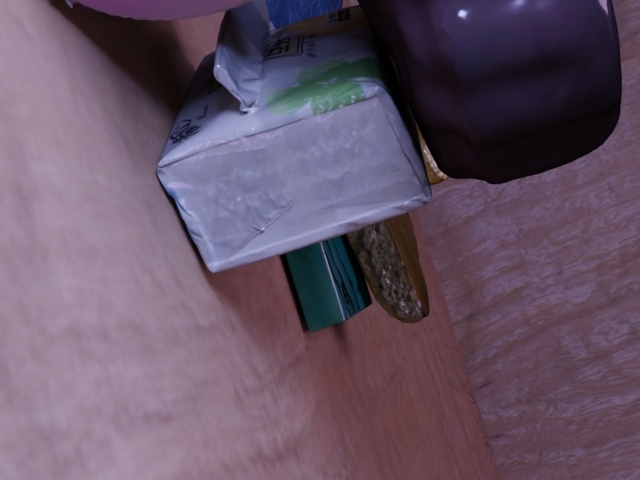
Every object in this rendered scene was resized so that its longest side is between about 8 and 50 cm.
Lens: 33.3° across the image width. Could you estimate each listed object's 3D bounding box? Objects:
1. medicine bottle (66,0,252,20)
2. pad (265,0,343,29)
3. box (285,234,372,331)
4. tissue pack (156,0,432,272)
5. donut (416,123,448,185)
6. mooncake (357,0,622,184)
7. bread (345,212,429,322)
[{"bbox_3d":[-0.100,-0.289,0.601,0.178,0.178,0.291,50,23,-67],"label":"medicine bottle"},{"bbox_3d":[-0.020,-0.249,1.262,0.269,0.012,0.270,51,41,-63],"label":"pad"},{"bbox_3d":[0.000,0.000,1.060,0.226,0.042,0.161,-6,77,-81],"label":"box"},{"bbox_3d":[-0.023,-0.104,0.757,0.229,0.159,0.145,-88,158,-64],"label":"tissue pack"},{"bbox_3d":[0.092,-0.177,1.691,0.295,0.151,0.112,45,39,-29],"label":"donut"},{"bbox_3d":[0.089,-0.171,0.661,0.283,0.141,0.283,-18,90,-80],"label":"mooncake"},{"bbox_3d":[0.045,-0.055,1.134,0.207,0.056,0.287,-80,150,-69],"label":"bread"}]
